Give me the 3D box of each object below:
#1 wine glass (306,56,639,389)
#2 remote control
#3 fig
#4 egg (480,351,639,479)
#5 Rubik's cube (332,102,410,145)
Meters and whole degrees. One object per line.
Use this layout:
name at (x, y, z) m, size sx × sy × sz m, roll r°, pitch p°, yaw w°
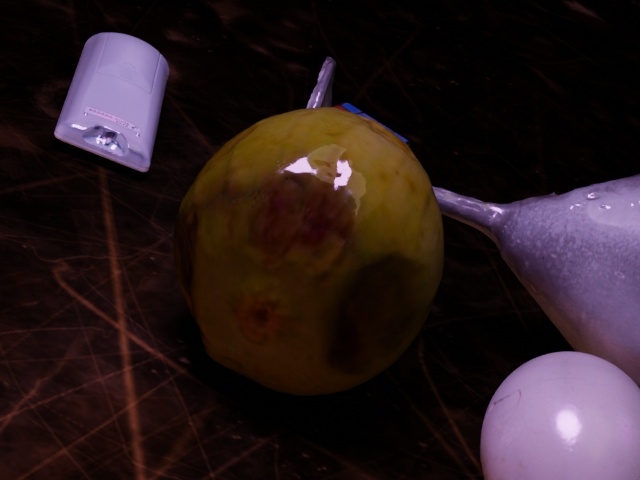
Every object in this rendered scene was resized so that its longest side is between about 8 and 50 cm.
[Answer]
wine glass at (0.162, -0.024, 1.739) m, size 0.406 × 0.267 × 0.267 m, roll 20°, pitch 24°, yaw -2°
remote control at (-0.218, -0.159, 1.886) m, size 0.103 × 0.051 × 0.293 m, roll 21°, pitch 25°, yaw -10°
fig at (0.000, 0.000, 1.522) m, size 0.239 × 0.239 × 0.271 m, roll 30°, pitch 36°, yaw 12°
egg at (0.210, 0.182, 1.469) m, size 0.151 × 0.151 × 0.209 m, roll 22°, pitch 29°, yaw -7°
Rubik's cube at (0.026, -0.086, 1.916) m, size 0.092 × 0.092 × 0.092 m, roll 34°, pitch 24°, yaw 19°
